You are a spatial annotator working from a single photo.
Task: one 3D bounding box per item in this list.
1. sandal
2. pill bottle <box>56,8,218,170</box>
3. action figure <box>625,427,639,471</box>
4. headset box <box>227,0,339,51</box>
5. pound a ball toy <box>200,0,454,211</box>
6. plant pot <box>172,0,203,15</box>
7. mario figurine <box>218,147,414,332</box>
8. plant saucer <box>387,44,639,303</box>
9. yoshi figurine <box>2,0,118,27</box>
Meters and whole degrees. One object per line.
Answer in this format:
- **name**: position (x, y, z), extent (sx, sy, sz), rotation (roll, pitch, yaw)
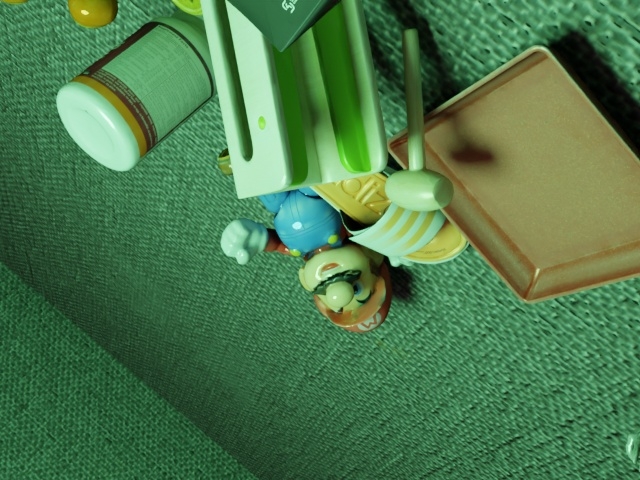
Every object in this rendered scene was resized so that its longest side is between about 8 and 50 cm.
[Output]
- **sandal**: position (0.056, -0.041, 0.954), extent (0.265, 0.076, 0.102), rotation (32, 120, -9)
- **pill bottle**: position (-0.199, -0.194, 0.976), extent (0.121, 0.221, 0.121), rotation (29, 148, 20)
- **action figure**: position (0.421, 0.218, 0.875), extent (0.164, 0.141, 0.275), rotation (6, 131, 44)
- **headset box**: position (0.046, -0.270, 0.521), extent (0.110, 0.293, 0.218), rotation (45, 149, -6)
- **pound a ball toy**: position (-0.005, -0.169, 0.806), extent (0.136, 0.208, 0.319), rotation (-5, 97, 55)
- **plant pot**: position (-0.118, -0.298, 0.874), extent (0.134, 0.095, 0.134), rotation (30, 149, 20)
- **mario figurine**: position (0.000, 0.000, 1.055), extent (0.198, 0.170, 0.320), rotation (-2, 127, 48)
- **plant saucer**: position (0.227, -0.061, 0.829), extent (0.258, 0.047, 0.259), rotation (47, 149, -9)
- **yoshi figurine**: position (-0.272, -0.352, 0.852), extent (0.203, 0.204, 0.362), rotation (50, 150, 1)
